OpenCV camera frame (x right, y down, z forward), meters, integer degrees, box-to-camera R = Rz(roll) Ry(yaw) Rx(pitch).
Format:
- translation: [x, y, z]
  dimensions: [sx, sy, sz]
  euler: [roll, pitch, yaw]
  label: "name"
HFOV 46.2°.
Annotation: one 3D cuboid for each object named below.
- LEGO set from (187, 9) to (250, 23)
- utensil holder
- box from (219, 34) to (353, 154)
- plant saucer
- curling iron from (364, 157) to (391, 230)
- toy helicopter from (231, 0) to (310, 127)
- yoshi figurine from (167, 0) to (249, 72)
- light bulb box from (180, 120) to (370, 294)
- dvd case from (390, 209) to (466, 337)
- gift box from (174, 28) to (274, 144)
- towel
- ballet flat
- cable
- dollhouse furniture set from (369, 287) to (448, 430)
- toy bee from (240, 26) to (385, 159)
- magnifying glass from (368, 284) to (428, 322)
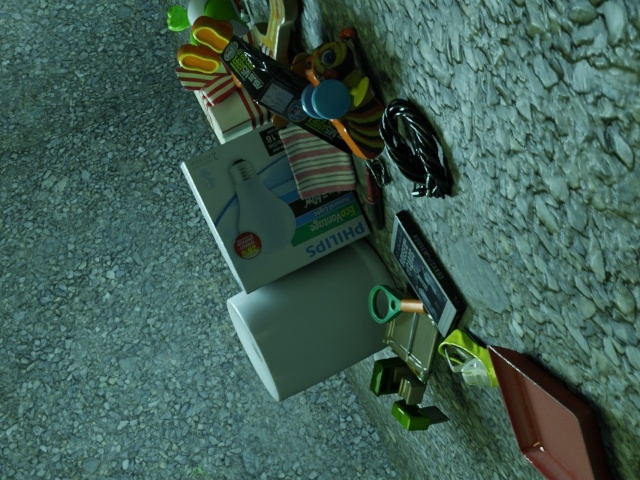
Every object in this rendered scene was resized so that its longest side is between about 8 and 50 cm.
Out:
- translation: [-0.298, -0.661, 2.111]
  dimensions: [0.287, 0.132, 0.107]
  euler: [21, 135, 44]
  label: "LEGO set"
- translation: [-0.013, 0.209, 2.010]
  dimensions: [0.327, 0.386, 0.327]
  euler: [57, 165, 25]
  label: "utensil holder"
- translation: [-0.056, -0.298, 1.545]
  dimensions: [0.270, 0.060, 0.216]
  euler: [23, -159, -41]
  label: "box"
- translation: [0.388, 0.315, 1.238]
  dimensions: [0.258, 0.048, 0.259]
  euler: [68, 169, -23]
  label: "plant saucer"
- translation: [0.122, -0.091, 1.636]
  dimensions: [0.068, 0.035, 0.274]
  euler: [60, 169, 26]
  label: "curling iron"
- translation: [-0.096, -0.418, 1.694]
  dimensions: [0.355, 0.140, 0.235]
  euler: [109, 141, -60]
  label: "toy helicopter"
- translation: [-0.293, -0.600, 1.805]
  dimensions: [0.203, 0.204, 0.362]
  euler: [66, -159, -59]
  label: "yoshi figurine"
- translation: [-0.119, -0.106, 1.917]
  dimensions: [0.361, 0.358, 0.225]
  euler: [64, 172, -8]
  label: "light bulb box"
- translation: [0.218, 0.072, 1.565]
  dimensions: [0.238, 0.030, 0.179]
  euler: [59, 169, 22]
  label: "dvd case"
- translation: [-0.229, -0.413, 2.028]
  dimensions: [0.276, 0.255, 0.258]
  euler: [57, 172, 5]
  label: "gift box"
- translation: [-0.002, -0.186, 1.738]
  dimensions: [0.029, 0.144, 0.197]
  euler: [-91, -13, -50]
  label: "towel"
- translation: [0.295, 0.237, 1.436]
  dimensions: [0.077, 0.077, 0.231]
  euler: [68, 169, -19]
  label: "ballet flat"
- translation: [0.156, -0.151, 1.267]
  dimensions: [0.184, 0.047, 0.150]
  euler: [68, 170, -18]
  label: "cable"
- translation: [0.252, 0.272, 1.797]
  dimensions: [0.197, 0.151, 0.301]
  euler: [39, 125, 55]
  label: "dollhouse furniture set"
- translation: [0.034, -0.291, 1.346]
  dimensions: [0.298, 0.162, 0.195]
  euler: [40, 178, -40]
  label: "toy bee"
- translation: [0.178, 0.149, 1.741]
  dimensions: [0.231, 0.026, 0.092]
  euler: [-5, 87, 61]
  label: "magnifying glass"
